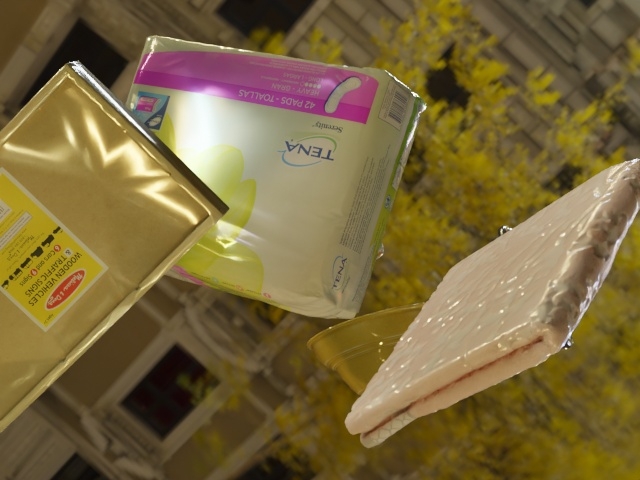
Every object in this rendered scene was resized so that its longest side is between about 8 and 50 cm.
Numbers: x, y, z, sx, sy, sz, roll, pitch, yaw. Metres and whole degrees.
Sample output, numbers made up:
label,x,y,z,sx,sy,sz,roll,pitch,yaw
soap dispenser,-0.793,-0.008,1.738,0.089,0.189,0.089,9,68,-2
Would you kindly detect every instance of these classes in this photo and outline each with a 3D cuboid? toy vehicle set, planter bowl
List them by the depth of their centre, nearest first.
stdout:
label,x,y,z,sx,sy,sz,roll,pitch,yaw
toy vehicle set,-0.225,0.010,0.878,0.166,0.267,0.035,46,-170,-7
planter bowl,0.096,0.158,1.487,0.217,0.217,0.090,6,-114,-49

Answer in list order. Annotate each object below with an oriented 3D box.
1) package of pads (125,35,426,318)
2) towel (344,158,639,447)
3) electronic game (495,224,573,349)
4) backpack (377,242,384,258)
label,x,y,z,sx,sy,sz,roll,pitch,yaw
package of pads,-0.072,-0.062,1.065,0.297,0.229,0.101,13,171,30
towel,0.198,0.067,1.206,0.053,0.317,0.332,47,-136,-6
electronic game,0.355,0.076,1.835,0.229,0.048,0.229,54,-164,-24
backpack,0.000,0.000,1.719,0.144,0.188,0.165,-21,-101,-30
